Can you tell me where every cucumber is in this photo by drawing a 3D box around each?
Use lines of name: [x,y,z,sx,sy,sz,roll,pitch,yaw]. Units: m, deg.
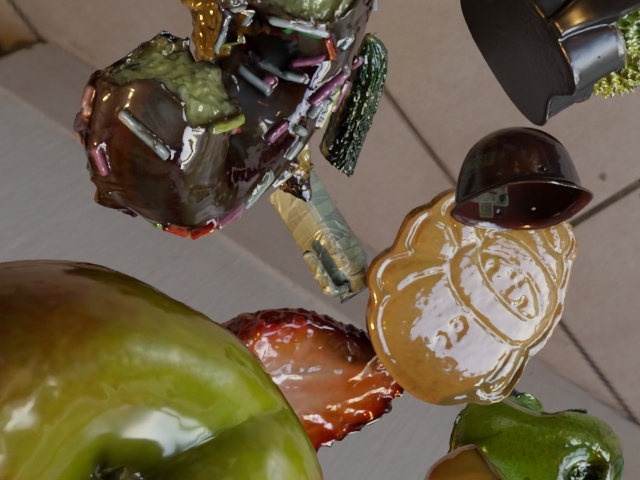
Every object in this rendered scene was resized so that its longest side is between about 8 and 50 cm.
cucumber: [0.060,-0.222,1.761,0.077,0.077,0.265,33,130,13]

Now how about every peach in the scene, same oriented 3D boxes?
peach: [-0.166,0.194,0.635,0.369,0.370,0.370,13,119,25]

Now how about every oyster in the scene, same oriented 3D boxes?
oyster: [-0.078,-0.182,1.205,0.128,0.079,0.345,1,126,32]

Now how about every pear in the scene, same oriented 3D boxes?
pear: [0.384,0.356,1.867,0.255,0.238,0.164,11,89,46]

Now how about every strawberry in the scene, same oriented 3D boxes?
strawberry: [-0.035,0.211,1.746,0.336,0.149,0.265,-4,112,-16]

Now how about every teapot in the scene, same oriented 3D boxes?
teapot: [0.000,0.000,1.636,0.077,0.107,0.200,-38,81,33]

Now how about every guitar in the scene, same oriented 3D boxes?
guitar: [0.118,-0.101,0.453,0.038,0.271,0.084,-33,94,-6]

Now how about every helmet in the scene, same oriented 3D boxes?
helmet: [0.235,-0.083,1.272,0.175,0.155,0.106,-25,61,60]

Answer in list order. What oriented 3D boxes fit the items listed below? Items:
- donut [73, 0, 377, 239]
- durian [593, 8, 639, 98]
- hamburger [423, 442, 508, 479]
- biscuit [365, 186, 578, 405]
donut: [-0.083,-0.130,1.029,0.136,0.345,0.259,35,145,16]
durian: [0.439,-0.366,1.626,0.224,0.291,0.291,-21,101,35]
hamburger: [0.222,0.500,1.524,0.277,0.396,0.396,-42,89,0]
biscuit: [0.224,0.081,1.622,0.312,0.057,0.351,34,95,-20]
